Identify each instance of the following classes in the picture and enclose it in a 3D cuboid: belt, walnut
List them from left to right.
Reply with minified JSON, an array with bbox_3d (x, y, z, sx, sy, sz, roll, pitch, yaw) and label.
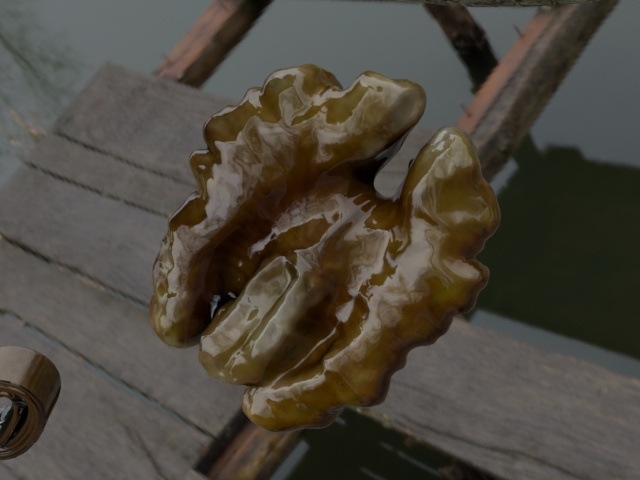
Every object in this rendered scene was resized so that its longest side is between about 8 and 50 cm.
[{"bbox_3d":[-0.191,0.096,0.629,0.083,0.059,0.036,-49,18,38],"label":"belt"},{"bbox_3d":[0.000,0.000,0.482,0.170,0.143,0.069,-48,-6,19],"label":"walnut"}]

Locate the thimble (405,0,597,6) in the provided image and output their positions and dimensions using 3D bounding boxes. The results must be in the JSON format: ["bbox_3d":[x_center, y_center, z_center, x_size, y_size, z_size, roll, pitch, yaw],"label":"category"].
[{"bbox_3d":[0.083,-0.198,0.512,0.144,0.137,0.190,2,50,17],"label":"thimble"}]
